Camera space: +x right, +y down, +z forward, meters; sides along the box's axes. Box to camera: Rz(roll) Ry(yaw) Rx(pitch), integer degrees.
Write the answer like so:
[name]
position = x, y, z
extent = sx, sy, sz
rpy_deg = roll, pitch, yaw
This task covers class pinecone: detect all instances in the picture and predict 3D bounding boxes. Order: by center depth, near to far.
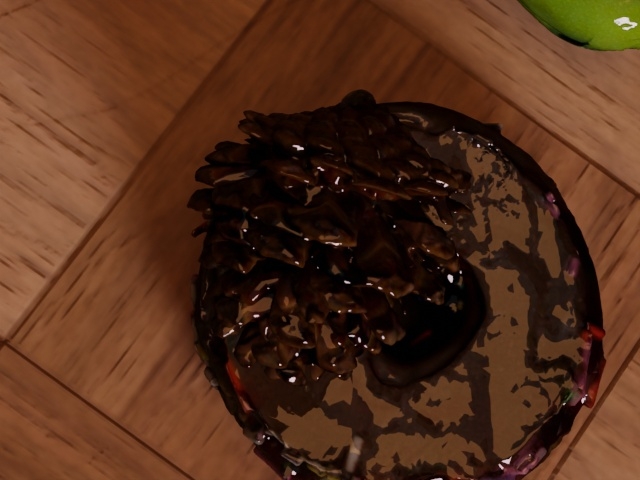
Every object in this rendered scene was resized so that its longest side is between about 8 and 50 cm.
[pinecone]
position = 0.000, 0.000, 1.093
extent = 0.174, 0.173, 0.173
rpy_deg = 3, 75, -10

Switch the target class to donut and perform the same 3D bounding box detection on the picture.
[donut]
position = 0.048, 0.044, 1.216
extent = 0.270, 0.103, 0.269
rpy_deg = 2, 77, -8

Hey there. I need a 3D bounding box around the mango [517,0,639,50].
[mango]
position = 0.159, -0.225, 1.302
extent = 0.125, 0.111, 0.233
rpy_deg = -37, 86, -12
